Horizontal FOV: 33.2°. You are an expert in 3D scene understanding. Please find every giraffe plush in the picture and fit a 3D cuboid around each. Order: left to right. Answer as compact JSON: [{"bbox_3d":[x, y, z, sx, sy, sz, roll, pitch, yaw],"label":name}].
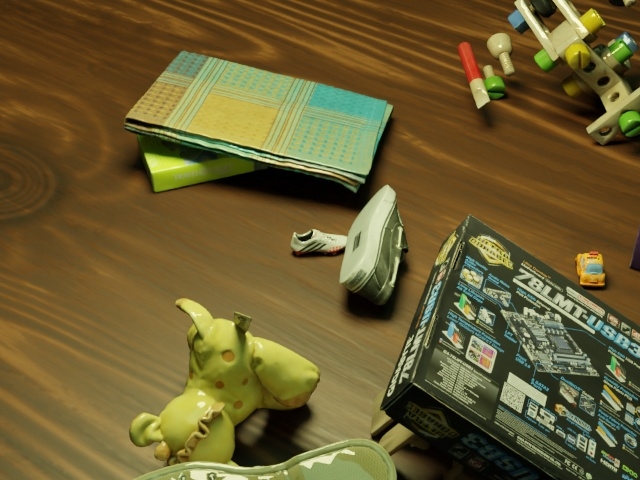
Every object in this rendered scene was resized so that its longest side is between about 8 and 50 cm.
[{"bbox_3d":[-0.113,0.183,1.187,0.181,0.210,0.170,21,73,18],"label":"giraffe plush"}]

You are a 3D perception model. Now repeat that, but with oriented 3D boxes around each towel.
[{"bbox_3d":[-0.084,-0.191,1.661,0.370,0.040,0.271,14,34,6],"label":"towel"}]

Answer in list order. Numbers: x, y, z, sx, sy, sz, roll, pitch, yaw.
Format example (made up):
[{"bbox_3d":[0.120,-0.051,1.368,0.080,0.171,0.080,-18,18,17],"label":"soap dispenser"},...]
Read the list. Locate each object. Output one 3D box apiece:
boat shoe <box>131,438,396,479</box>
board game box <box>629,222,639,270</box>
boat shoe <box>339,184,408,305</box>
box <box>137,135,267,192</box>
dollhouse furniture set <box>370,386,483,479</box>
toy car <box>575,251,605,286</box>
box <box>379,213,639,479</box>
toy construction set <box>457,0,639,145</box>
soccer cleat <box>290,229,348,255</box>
[{"bbox_3d":[-0.072,0.285,1.092,0.302,0.103,0.113,-7,53,-10],"label":"boat shoe"},{"bbox_3d":[0.494,-0.016,1.411,0.141,0.170,0.048,18,44,21],"label":"board game box"},{"bbox_3d":[0.079,0.008,1.460,0.070,0.078,0.219,36,37,-13],"label":"boat shoe"},{"bbox_3d":[-0.181,-0.135,1.642,0.178,0.042,0.109,-13,42,-15],"label":"box"},{"bbox_3d":[0.150,0.236,1.214,0.151,0.123,0.144,32,38,-17],"label":"dollhouse furniture set"},{"bbox_3d":[0.401,0.041,1.441,0.122,0.040,0.060,13,41,15],"label":"toy car"},{"bbox_3d":[0.237,0.149,1.192,0.295,0.073,0.293,33,41,-6],"label":"box"},{"bbox_3d":[0.392,-0.263,1.697,0.309,0.257,0.237,-17,52,10],"label":"toy construction set"},{"bbox_3d":[0.000,0.000,1.487,0.083,0.036,0.029,-5,40,-6],"label":"soccer cleat"}]
